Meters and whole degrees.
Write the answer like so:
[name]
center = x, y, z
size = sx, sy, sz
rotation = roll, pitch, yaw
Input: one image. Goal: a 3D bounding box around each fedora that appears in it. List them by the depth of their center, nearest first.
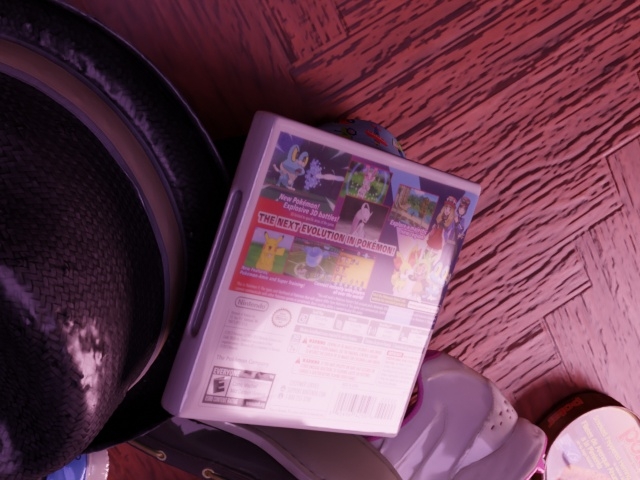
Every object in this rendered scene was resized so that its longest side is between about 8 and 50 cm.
[fedora]
center = -0.202, 0.020, 0.731
size = 0.334, 0.152, 0.334
rotation = 1, 117, 1

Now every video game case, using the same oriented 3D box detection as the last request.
[video game case]
center = 0.007, 0.030, 0.804
size = 0.201, 0.023, 0.183
rotation = 14, 96, -45

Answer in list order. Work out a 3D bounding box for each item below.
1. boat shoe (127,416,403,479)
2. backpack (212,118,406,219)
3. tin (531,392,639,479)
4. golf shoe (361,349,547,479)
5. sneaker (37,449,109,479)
[boat shoe]
center = -0.047, 0.151, 0.923
size = 0.228, 0.081, 0.069
rotation = 29, 115, -4
[backpack]
center = 0.000, 0.000, 0.886
size = 0.173, 0.117, 0.158
rotation = -12, 116, -21
[tin]
center = 0.249, 0.211, 1.125
size = 0.106, 0.040, 0.190
rotation = -34, 120, -2
[golf shoe]
center = 0.026, 0.209, 1.004
size = 0.306, 0.115, 0.140
rotation = -39, 92, 2
[sneaker]
center = -0.205, 0.211, 0.917
size = 0.084, 0.058, 0.152
rotation = 4, 105, -30
